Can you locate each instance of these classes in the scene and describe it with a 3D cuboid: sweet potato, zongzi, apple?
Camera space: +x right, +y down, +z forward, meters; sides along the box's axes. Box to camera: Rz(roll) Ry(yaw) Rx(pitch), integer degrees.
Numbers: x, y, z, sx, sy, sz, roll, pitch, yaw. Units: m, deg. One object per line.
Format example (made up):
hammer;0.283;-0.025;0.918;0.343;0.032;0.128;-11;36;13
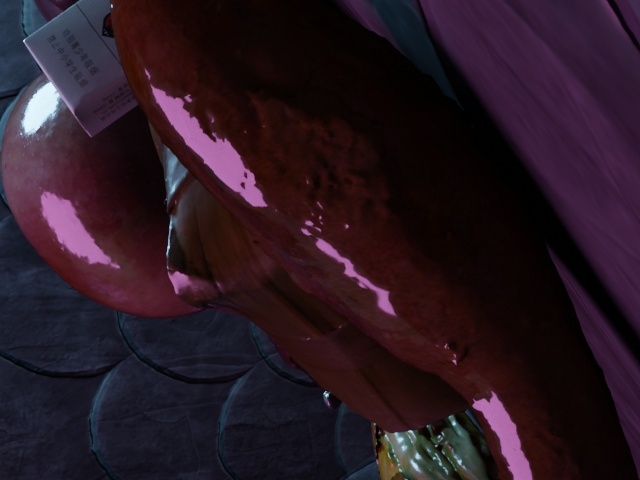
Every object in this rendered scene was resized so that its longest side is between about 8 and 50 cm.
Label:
sweet potato;0.047;0.014;0.670;0.385;0.109;0.109;50;177;-3
zongzi;-0.007;-0.055;0.887;0.260;0.123;0.289;43;-155;-53
apple;-0.177;-0.071;1.627;0.306;0.305;0.235;54;153;-7

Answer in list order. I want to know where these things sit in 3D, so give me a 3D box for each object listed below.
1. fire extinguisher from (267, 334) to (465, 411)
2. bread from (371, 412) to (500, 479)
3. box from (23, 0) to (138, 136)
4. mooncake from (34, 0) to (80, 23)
fire extinguisher;0.000;0.000;1.184;0.344;0.138;0.102;62;171;-12
bread;0.177;0.344;1.784;0.324;0.167;0.277;55;177;-38
box;-0.157;-0.169;1.315;0.100;0.152;0.048;52;174;30
mooncake;-0.237;-0.289;1.503;0.245;0.133;0.245;47;172;9
